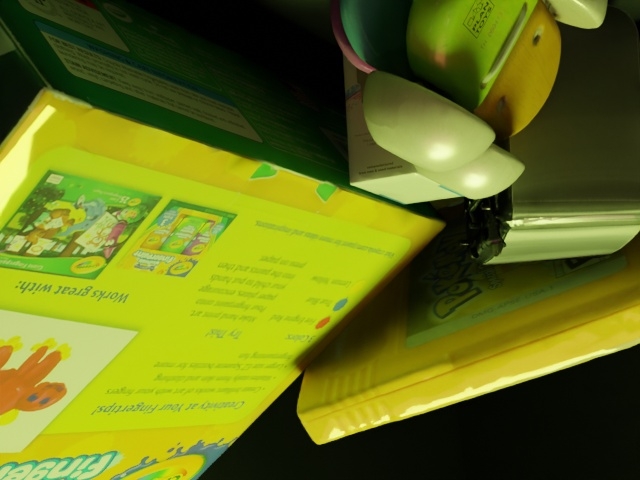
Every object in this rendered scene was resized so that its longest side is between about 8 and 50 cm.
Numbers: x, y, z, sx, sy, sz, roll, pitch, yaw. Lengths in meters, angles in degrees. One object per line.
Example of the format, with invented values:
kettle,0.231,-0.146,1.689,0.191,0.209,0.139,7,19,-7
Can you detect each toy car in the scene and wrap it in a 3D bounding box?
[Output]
toy car,0.072,-0.122,0.618,0.136,0.159,0.182,30,-176,23

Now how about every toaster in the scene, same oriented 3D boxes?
toaster,0.159,-0.065,0.773,0.110,0.186,0.168,-1,169,1

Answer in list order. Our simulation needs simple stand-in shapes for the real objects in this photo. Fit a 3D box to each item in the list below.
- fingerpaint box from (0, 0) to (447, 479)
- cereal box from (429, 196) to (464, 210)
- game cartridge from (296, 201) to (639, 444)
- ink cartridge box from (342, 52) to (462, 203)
fingerpaint box,-0.172,0.032,0.745,0.371,0.163,0.445,-47,153,17
cereal box,0.030,-0.022,1.058,0.173,0.047,0.240,-24,-178,-11
game cartridge,0.144,0.032,0.933,0.323,0.053,0.285,-20,-157,16
ink cartridge box,0.058,-0.094,0.739,0.052,0.122,0.088,-7,169,28
